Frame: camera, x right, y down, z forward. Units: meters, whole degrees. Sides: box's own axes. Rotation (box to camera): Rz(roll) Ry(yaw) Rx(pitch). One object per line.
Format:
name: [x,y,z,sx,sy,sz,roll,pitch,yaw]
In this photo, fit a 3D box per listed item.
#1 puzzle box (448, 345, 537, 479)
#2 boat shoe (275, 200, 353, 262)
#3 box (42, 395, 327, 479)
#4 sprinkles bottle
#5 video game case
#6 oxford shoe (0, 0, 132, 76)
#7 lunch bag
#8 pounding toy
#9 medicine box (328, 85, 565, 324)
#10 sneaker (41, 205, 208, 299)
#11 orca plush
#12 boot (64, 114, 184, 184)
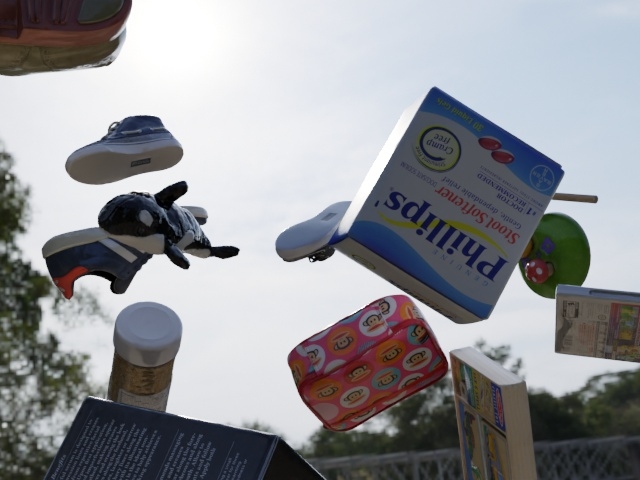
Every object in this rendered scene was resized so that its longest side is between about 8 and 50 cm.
puzzle box: [0.342,0.435,1.778,0.052,0.409,0.272,-10,9,-12]
boat shoe: [0.000,0.000,1.597,0.080,0.076,0.228,9,26,27]
box: [-0.196,0.426,1.431,0.395,0.212,0.293,3,-33,33]
sprinkles bottle: [-0.340,0.277,1.713,0.121,0.121,0.355,-1,-48,-21]
video game case: [0.455,0.132,1.402,0.183,0.023,0.201,5,-32,17]
oxford shoe: [-0.415,-0.239,1.022,0.397,0.140,0.146,3,-23,-12]
lunch bag: [0.102,0.258,1.833,0.293,0.120,0.258,-30,-44,4]
pounding toy: [0.451,0.007,1.868,0.110,0.237,0.183,-3,15,-37]
medicine box: [0.203,-0.051,1.486,0.263,0.289,0.149,31,-13,-6]
sneaker: [-0.390,0.029,1.898,0.350,0.148,0.131,-17,-4,-17]
orca plush: [-0.205,-0.031,1.327,0.102,0.151,0.287,-55,-38,6]
boot: [-0.306,-0.140,1.370,0.190,0.086,0.069,-11,-39,-40]
